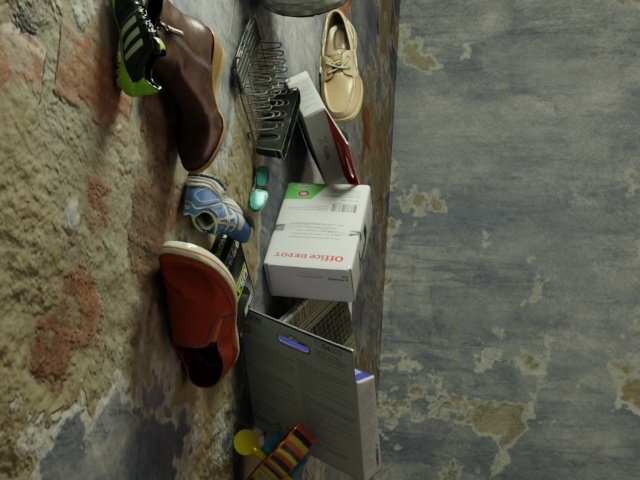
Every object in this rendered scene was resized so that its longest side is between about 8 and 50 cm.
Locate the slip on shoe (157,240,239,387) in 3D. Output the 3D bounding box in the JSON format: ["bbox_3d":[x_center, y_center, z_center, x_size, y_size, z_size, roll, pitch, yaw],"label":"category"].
[{"bbox_3d":[-0.204,0.130,1.476,0.331,0.123,0.101,85,18,-45],"label":"slip on shoe"}]

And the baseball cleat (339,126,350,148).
[{"bbox_3d":[0.049,-0.266,2.597,0.206,0.072,0.109,37,62,-69],"label":"baseball cleat"}]

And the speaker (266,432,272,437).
[{"bbox_3d":[-0.102,0.397,2.043,0.055,0.055,0.136,-66,158,-59],"label":"speaker"}]

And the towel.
[{"bbox_3d":[-0.029,0.262,2.157,0.324,0.056,0.312,-40,133,-39],"label":"towel"}]

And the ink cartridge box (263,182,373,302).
[{"bbox_3d":[0.000,0.000,2.114,0.121,0.211,0.289,81,18,-44],"label":"ink cartridge box"}]

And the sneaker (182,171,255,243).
[{"bbox_3d":[-0.191,-0.042,1.595,0.211,0.080,0.081,47,54,-52],"label":"sneaker"}]

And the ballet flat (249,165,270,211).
[{"bbox_3d":[-0.131,-0.107,1.917,0.041,0.041,0.114,67,28,-60],"label":"ballet flat"}]

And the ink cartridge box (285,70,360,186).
[{"bbox_3d":[0.014,-0.236,2.203,0.296,0.066,0.261,69,-4,-58],"label":"ink cartridge box"}]

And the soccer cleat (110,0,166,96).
[{"bbox_3d":[-0.259,-0.297,1.267,0.060,0.072,0.179,-36,126,-74],"label":"soccer cleat"}]

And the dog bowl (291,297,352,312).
[{"bbox_3d":[0.010,0.189,2.415,0.349,0.102,0.348,1,90,-77],"label":"dog bowl"}]

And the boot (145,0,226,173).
[{"bbox_3d":[-0.234,-0.252,1.424,0.207,0.090,0.248,31,62,-61],"label":"boot"}]

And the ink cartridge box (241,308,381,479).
[{"bbox_3d":[-0.024,0.302,1.824,0.071,0.324,0.330,-29,125,-41],"label":"ink cartridge box"}]

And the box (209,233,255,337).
[{"bbox_3d":[-0.184,0.105,1.698,0.190,0.045,0.184,-73,158,-47],"label":"box"}]

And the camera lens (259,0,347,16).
[{"bbox_3d":[-0.041,-0.624,1.839,0.219,0.219,0.274,-73,160,-48],"label":"camera lens"}]

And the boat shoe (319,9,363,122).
[{"bbox_3d":[0.046,-0.493,2.482,0.110,0.122,0.341,55,28,-61],"label":"boat shoe"}]

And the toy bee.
[{"bbox_3d":[-0.101,0.499,1.853,0.162,0.195,0.298,-47,154,-33],"label":"toy bee"}]

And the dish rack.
[{"bbox_3d":[-0.116,-0.329,1.879,0.271,0.074,0.208,75,20,-49],"label":"dish rack"}]
